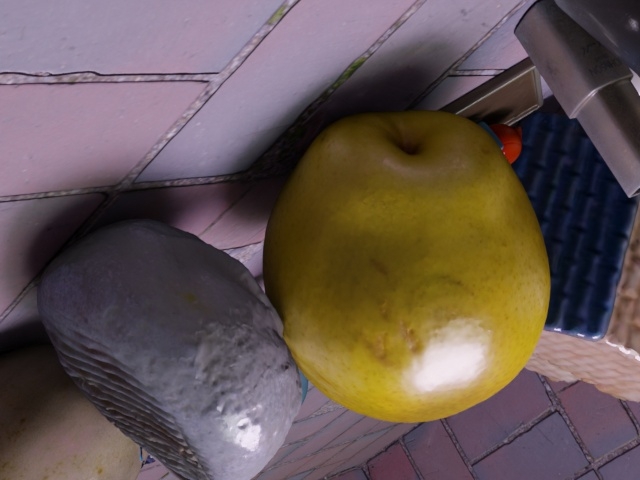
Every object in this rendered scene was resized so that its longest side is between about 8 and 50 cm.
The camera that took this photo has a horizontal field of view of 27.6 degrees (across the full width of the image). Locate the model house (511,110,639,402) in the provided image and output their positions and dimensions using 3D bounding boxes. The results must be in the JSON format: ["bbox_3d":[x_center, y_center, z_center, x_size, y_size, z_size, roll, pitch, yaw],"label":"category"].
[{"bbox_3d":[0.357,0.006,1.999,0.400,0.395,0.445,21,165,-21],"label":"model house"}]

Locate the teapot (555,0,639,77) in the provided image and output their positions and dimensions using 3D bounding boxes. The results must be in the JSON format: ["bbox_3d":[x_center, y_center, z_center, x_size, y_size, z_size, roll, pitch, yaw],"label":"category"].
[{"bbox_3d":[0.375,-0.254,1.443,0.171,0.225,0.203,-32,163,7],"label":"teapot"}]

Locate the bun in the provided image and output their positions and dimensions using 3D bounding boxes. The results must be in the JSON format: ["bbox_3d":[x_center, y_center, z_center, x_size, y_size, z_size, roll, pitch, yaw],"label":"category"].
[{"bbox_3d":[-0.165,0.126,1.521,0.211,0.362,0.362,-46,172,-27],"label":"bun"}]

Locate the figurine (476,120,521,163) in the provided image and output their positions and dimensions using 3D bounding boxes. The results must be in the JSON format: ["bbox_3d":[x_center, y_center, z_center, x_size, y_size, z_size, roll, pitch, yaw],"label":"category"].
[{"bbox_3d":[0.227,-0.128,1.803,0.140,0.068,0.075,-24,162,-42],"label":"figurine"}]

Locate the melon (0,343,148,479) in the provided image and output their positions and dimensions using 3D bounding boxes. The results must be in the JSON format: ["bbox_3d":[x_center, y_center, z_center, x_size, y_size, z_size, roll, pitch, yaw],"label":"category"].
[{"bbox_3d":[-0.370,0.270,1.700,0.330,0.268,0.268,-45,174,-33],"label":"melon"}]

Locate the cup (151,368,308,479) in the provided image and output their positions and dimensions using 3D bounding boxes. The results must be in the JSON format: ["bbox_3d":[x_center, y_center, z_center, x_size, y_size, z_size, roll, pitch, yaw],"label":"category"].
[{"bbox_3d":[-0.158,0.205,1.930,0.257,0.219,0.290,-40,145,-31],"label":"cup"}]

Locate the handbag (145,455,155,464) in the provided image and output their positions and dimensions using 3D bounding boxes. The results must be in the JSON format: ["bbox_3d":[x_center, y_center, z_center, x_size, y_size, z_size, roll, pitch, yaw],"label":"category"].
[{"bbox_3d":[-0.285,0.300,2.193,0.162,0.113,0.260,-21,159,-9],"label":"handbag"}]

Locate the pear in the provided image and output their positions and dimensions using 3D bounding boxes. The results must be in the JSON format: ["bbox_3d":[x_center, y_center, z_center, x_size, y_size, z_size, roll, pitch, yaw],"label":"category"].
[{"bbox_3d":[0.104,0.036,1.612,0.362,0.362,0.418,-21,129,-26],"label":"pear"}]

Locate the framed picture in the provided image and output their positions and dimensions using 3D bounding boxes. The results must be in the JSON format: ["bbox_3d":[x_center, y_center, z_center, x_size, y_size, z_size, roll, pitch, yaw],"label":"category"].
[{"bbox_3d":[0.189,-0.151,1.806,0.265,0.018,0.192,-31,163,4],"label":"framed picture"}]

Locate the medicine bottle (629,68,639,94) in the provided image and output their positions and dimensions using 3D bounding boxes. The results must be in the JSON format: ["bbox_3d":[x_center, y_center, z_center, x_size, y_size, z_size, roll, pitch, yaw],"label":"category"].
[{"bbox_3d":[0.446,-0.267,1.625,0.170,0.170,0.293,-13,156,-43],"label":"medicine bottle"}]

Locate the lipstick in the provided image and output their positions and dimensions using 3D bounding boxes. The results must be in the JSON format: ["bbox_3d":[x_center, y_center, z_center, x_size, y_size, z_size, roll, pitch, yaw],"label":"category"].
[{"bbox_3d":[0.335,-0.176,1.561,0.079,0.253,0.077,-23,163,-26],"label":"lipstick"}]
